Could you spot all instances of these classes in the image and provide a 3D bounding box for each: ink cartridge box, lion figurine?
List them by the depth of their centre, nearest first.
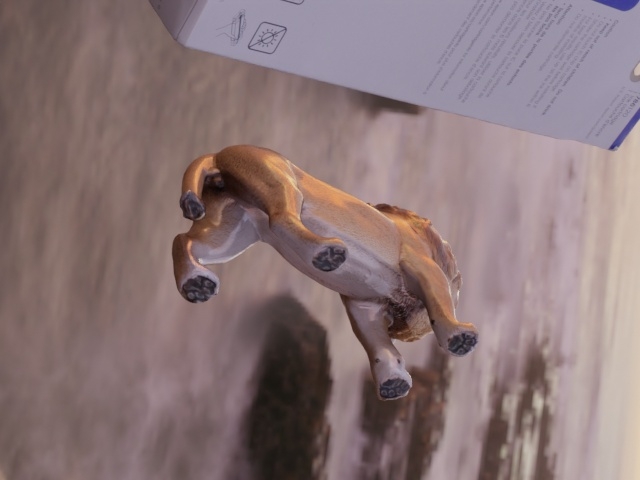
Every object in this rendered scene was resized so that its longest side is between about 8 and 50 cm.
[{"bbox_3d":[0.085,-0.150,0.718,0.333,0.065,0.165,10,124,-39],"label":"ink cartridge box"},{"bbox_3d":[0.000,0.000,1.183,0.392,0.142,0.240,39,19,-37],"label":"lion figurine"}]
